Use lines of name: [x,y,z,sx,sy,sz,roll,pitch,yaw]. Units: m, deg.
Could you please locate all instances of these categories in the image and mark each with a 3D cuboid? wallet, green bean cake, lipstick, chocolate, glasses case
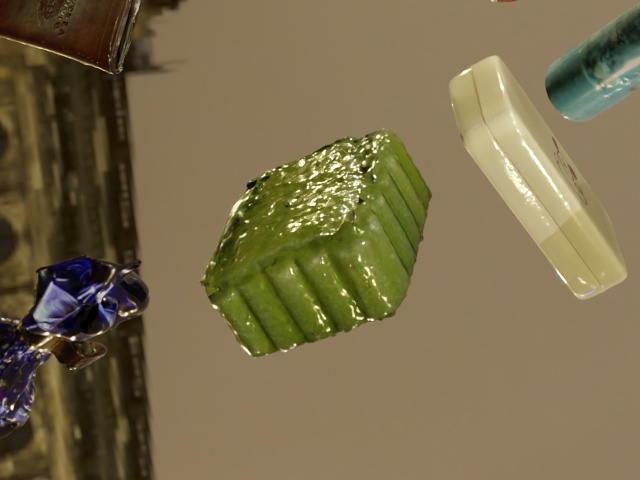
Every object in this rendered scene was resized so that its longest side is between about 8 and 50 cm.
wallet: [-0.300,-0.285,1.640,0.255,0.031,0.137,21,-88,42]
green bean cake: [0.000,0.000,1.362,0.113,0.200,0.214,55,28,-26]
lipstick: [0.207,-0.127,0.878,0.158,0.048,0.048,-34,-113,55]
chocolate: [-0.278,0.089,1.430,0.343,0.148,0.126,-37,-137,39]
glasses case: [0.260,-0.070,1.644,0.313,0.070,0.131,49,23,-35]

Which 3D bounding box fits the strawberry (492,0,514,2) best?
strawberry: [0.212,-0.334,1.669,0.106,0.106,0.106,32,-53,58]
